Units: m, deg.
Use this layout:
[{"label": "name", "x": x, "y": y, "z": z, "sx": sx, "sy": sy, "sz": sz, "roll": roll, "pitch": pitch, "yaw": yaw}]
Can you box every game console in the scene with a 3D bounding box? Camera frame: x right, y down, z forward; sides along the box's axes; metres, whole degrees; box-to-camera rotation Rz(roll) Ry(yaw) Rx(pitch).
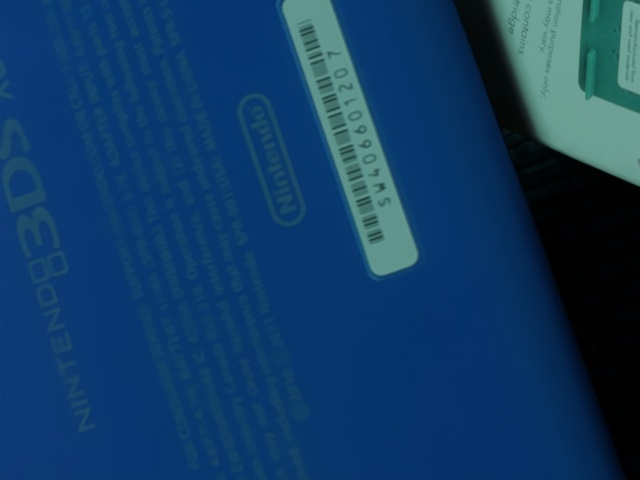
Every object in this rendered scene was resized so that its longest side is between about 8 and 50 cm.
[{"label": "game console", "x": -0.065, "y": 0.015, "z": 0.543, "sx": 0.250, "sy": 0.173, "sz": 0.293, "roll": -20, "pitch": 80, "yaw": 6}]

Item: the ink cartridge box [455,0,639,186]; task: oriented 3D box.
[{"label": "ink cartridge box", "x": 0.142, "y": -0.045, "z": 0.450, "sx": 0.231, "sy": 0.134, "sz": 0.078, "roll": 28, "pitch": 117, "yaw": 46}]
